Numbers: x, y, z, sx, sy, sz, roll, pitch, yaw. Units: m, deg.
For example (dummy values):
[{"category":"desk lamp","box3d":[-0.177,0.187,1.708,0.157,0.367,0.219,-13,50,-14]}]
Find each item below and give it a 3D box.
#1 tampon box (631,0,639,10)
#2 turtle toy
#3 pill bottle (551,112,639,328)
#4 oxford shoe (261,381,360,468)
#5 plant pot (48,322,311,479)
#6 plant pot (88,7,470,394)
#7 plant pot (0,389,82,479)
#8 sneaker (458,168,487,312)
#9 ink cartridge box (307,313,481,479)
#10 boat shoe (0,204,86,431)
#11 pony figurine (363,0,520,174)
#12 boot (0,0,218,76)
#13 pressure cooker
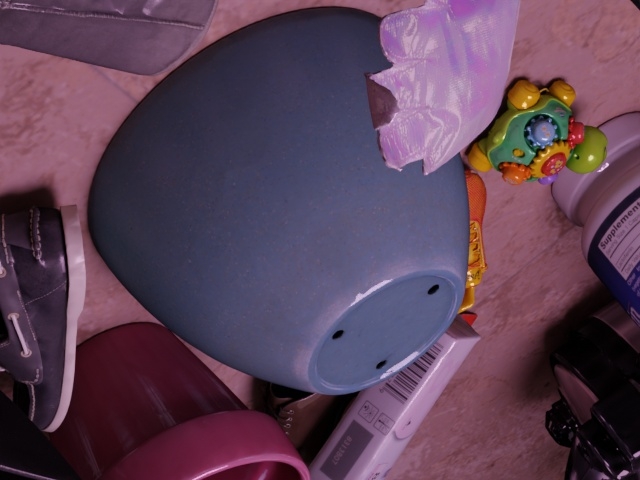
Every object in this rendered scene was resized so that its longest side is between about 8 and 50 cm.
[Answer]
[{"category":"tampon box","box3d":[0.247,-0.253,1.137,0.101,0.161,0.120,-19,146,-27]},{"category":"turtle toy","box3d":[0.197,-0.086,1.407,0.130,0.066,0.095,-4,137,-41]},{"category":"pill bottle","box3d":[0.337,0.013,1.488,0.153,0.264,0.153,-24,147,-17]},{"category":"oxford shoe","box3d":[-0.028,0.159,1.516,0.096,0.083,0.227,9,116,-46]},{"category":"plant pot","box3d":[-0.136,0.175,1.328,0.201,0.180,0.201,-25,148,-17]},{"category":"plant pot","box3d":[0.000,0.000,1.209,0.290,0.195,0.290,-25,148,-17]},{"category":"plant pot","box3d":[-0.314,0.159,1.146,0.187,0.167,0.188,-42,148,11]},{"category":"sneaker","box3d":[0.131,0.001,1.462,0.064,0.067,0.175,-24,146,-15]},{"category":"ink cartridge box","box3d":[0.092,0.157,1.554,0.189,0.066,0.232,-57,157,9]},{"category":"boat shoe","box3d":[-0.221,0.062,1.200,0.079,0.084,0.233,-7,140,-18]},{"category":"pony figurine","box3d":[0.113,-0.224,0.933,0.363,0.302,0.351,-24,180,28]},{"category":"boot","box3d":[-0.139,-0.170,0.959,0.208,0.076,0.189,6,144,-39]},{"category":"pressure cooker","box3d":[0.448,0.194,1.752,0.420,0.375,0.370,-33,106,-3]}]
